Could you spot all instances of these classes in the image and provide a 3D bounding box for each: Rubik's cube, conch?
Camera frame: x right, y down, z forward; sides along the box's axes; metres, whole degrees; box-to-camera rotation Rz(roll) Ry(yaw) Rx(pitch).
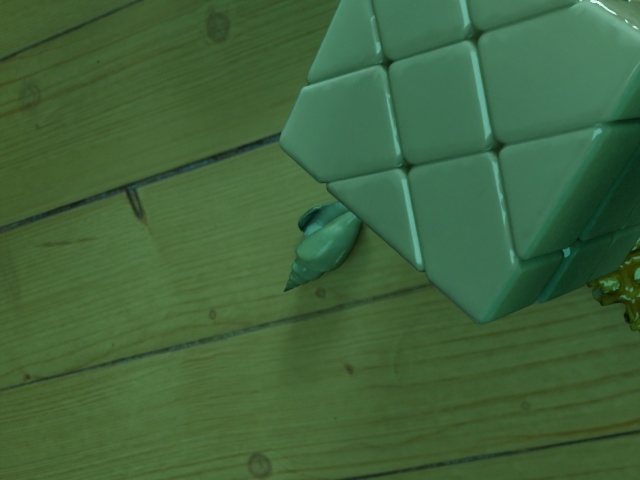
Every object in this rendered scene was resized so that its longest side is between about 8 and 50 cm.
[{"bbox_3d":[0.207,-0.150,1.013,0.319,0.316,0.322,43,124,27],"label":"Rubik's cube"},{"bbox_3d":[0.006,0.004,1.321,0.065,0.088,0.180,33,108,-33],"label":"conch"}]

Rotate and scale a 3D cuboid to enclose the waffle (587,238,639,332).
[{"bbox_3d":[0.445,-0.023,1.136,0.329,0.062,0.329,3,99,20],"label":"waffle"}]
